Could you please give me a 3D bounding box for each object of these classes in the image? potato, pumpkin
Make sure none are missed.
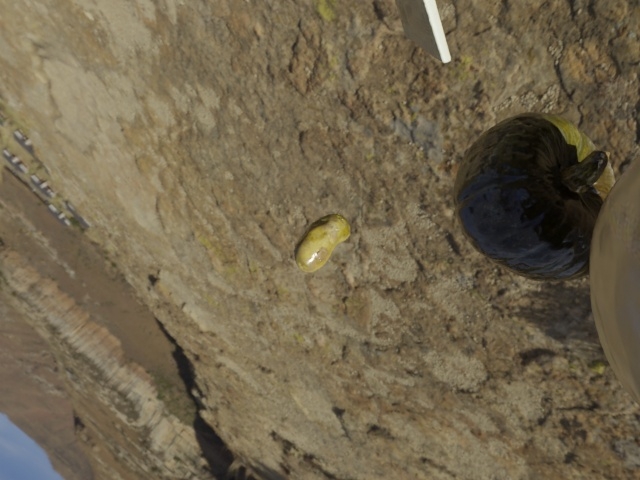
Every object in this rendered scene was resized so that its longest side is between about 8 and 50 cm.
[{"bbox_3d":[0.000,0.000,0.561,0.047,0.092,0.045,23,153,43],"label":"potato"},{"bbox_3d":[0.276,-0.057,0.543,0.219,0.219,0.162,46,145,-6],"label":"pumpkin"}]

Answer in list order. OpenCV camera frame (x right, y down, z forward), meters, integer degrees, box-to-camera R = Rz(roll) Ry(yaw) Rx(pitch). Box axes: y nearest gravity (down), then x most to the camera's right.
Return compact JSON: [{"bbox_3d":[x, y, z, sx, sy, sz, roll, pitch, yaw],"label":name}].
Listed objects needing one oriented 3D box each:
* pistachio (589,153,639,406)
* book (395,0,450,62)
[{"bbox_3d":[0.323,0.047,0.308,0.238,0.229,0.321,8,124,46],"label":"pistachio"},{"bbox_3d":[0.138,-0.531,0.801,0.032,0.269,0.388,-23,123,9],"label":"book"}]
